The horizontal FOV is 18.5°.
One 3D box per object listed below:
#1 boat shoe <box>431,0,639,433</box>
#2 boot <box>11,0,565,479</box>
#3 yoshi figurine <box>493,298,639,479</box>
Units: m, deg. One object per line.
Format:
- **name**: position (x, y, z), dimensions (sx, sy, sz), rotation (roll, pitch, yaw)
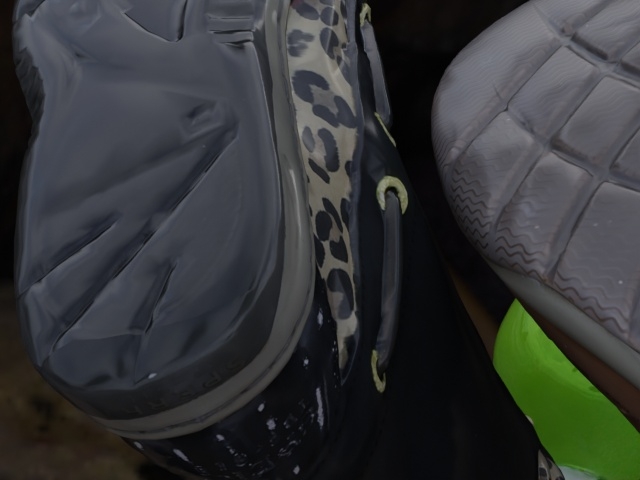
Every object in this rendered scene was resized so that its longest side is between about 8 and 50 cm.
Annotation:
- **boat shoe**: position (0.121, 0.034, 0.439), dimensions (0.123, 0.116, 0.324), rotation (-26, 35, -5)
- **boot**: position (-0.002, 0.001, 0.520), dimensions (0.085, 0.179, 0.236), rotation (-22, 39, 17)
- **yoshi figurine**: position (0.180, 0.113, 0.800), dimensions (0.362, 0.203, 0.203), rotation (26, 70, 44)
